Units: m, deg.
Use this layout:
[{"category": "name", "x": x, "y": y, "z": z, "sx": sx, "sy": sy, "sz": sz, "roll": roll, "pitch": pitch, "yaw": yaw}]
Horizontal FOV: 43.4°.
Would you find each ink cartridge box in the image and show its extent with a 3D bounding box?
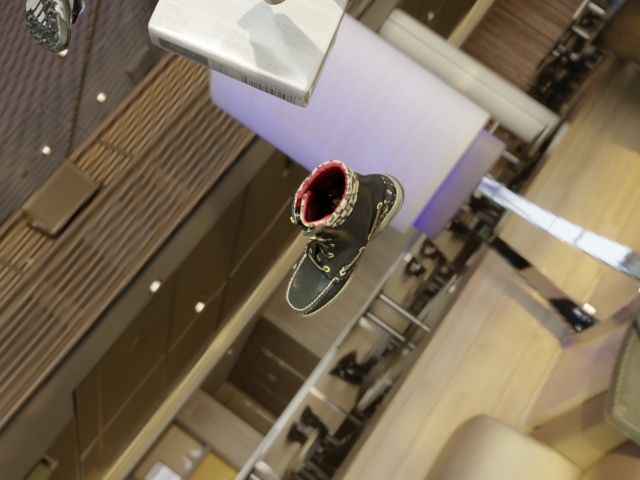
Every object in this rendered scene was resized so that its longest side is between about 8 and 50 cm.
[{"category": "ink cartridge box", "x": -0.094, "y": -0.476, "z": 1.472, "sx": 0.091, "sy": 0.308, "sz": 0.384, "roll": 110, "pitch": -177, "yaw": -78}]

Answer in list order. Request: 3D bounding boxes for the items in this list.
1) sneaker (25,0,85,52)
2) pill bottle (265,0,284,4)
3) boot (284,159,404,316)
[{"category": "sneaker", "x": -0.413, "y": -0.374, "z": 1.272, "sx": 0.106, "sy": 0.234, "sz": 0.078, "roll": 14, "pitch": -53, "yaw": -47}, {"category": "pill bottle", "x": -0.099, "y": -0.426, "z": 1.171, "sx": 0.087, "sy": 0.160, "sz": 0.087, "roll": -43, "pitch": -11, "yaw": -10}, {"category": "boot", "x": -0.001, "y": -0.002, "z": 1.060, "sx": 0.236, "sy": 0.085, "sz": 0.179, "roll": -53, "pitch": -23, "yaw": 11}]
